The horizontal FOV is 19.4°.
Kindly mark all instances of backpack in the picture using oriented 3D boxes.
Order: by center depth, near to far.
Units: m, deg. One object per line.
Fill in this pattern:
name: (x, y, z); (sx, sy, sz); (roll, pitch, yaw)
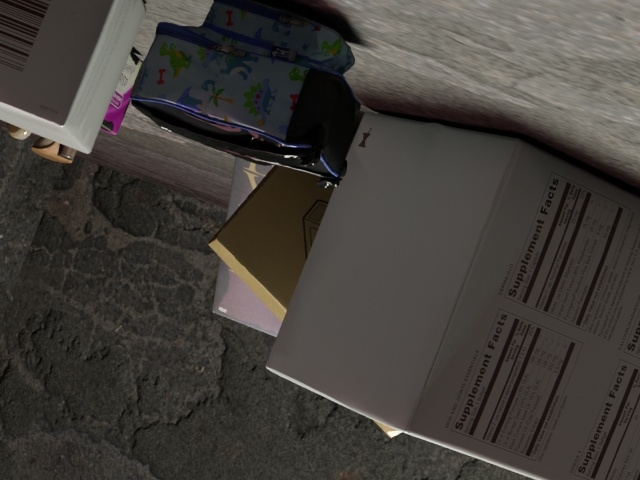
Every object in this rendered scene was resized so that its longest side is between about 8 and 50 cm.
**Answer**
backpack: (-0.039, -0.087, 1.022); (0.114, 0.084, 0.105); (15, 176, 12)

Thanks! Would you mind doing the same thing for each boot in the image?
boot: (-0.270, -0.130, 2.016); (0.042, 0.087, 0.118); (23, 173, -29)

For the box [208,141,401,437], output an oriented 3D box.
box: (0.027, 0.025, 1.401); (0.201, 0.164, 0.021); (47, 137, -10)

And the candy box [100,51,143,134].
candy box: (-0.269, -0.163, 1.466); (0.233, 0.071, 0.159); (20, 178, 6)

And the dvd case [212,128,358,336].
dvd case: (0.000, 0.000, 1.518); (0.164, 0.221, 0.018); (21, -142, 13)

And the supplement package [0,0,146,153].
supplement package: (-0.174, -0.124, 1.120); (0.105, 0.105, 0.179); (21, 177, -1)

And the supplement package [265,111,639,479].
supplement package: (0.145, 0.056, 1.282); (0.263, 0.198, 0.199); (23, 178, -30)

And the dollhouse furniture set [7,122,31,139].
dollhouse furniture set: (-0.411, -0.155, 1.775); (0.212, 0.161, 0.242); (23, 177, -38)
